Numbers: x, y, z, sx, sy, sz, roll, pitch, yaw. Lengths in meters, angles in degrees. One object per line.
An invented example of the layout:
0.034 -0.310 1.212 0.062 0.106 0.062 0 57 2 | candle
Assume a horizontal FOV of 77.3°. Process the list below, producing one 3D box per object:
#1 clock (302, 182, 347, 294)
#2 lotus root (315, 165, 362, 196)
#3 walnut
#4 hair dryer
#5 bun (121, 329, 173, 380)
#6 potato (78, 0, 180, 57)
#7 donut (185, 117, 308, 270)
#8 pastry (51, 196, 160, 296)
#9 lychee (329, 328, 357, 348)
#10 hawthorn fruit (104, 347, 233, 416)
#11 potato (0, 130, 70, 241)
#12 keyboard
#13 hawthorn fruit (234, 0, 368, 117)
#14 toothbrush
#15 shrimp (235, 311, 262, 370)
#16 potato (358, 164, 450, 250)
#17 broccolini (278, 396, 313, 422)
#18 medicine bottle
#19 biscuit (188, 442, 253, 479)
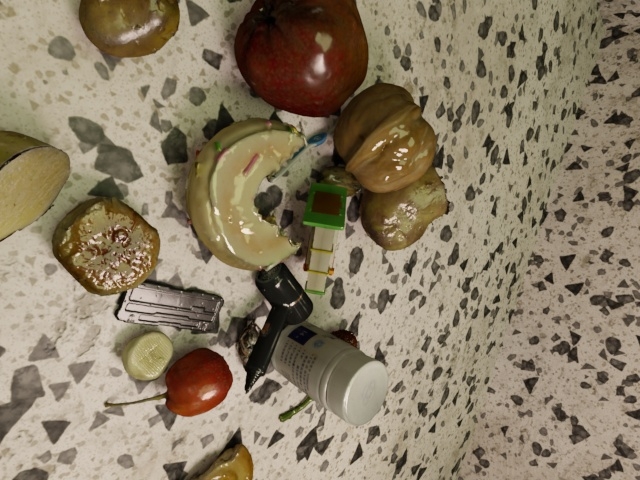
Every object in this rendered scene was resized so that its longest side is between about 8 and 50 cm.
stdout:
0.000 0.000 1.144 0.219 0.106 0.255 -81 180 -56 | clock
0.060 -0.184 1.232 0.180 0.080 0.089 10 138 -40 | lotus root
0.180 -0.284 1.140 0.285 0.285 0.296 -41 95 -27 | walnut
-0.139 0.234 1.072 0.189 0.107 0.352 59 35 -33 | hair dryer
-0.406 0.267 0.938 0.115 0.069 0.115 12 73 -44 | bun
-0.353 -0.419 0.750 0.176 0.137 0.137 -20 117 -14 | potato
-0.180 -0.108 0.976 0.308 0.150 0.370 -9 110 -38 | donut
-0.434 0.013 0.818 0.182 0.093 0.192 -52 127 -18 | pastry
0.069 0.364 1.382 0.123 0.124 0.129 62 40 -35 | lychee
-0.356 0.359 0.962 0.286 0.165 0.165 -10 109 -31 | hawthorn fruit
-0.541 -0.103 0.666 0.117 0.182 0.202 36 97 -6 | potato
-0.361 0.166 0.986 0.263 0.016 0.106 21 88 -44 | keyboard
-0.027 -0.434 0.932 0.325 0.308 0.307 19 89 -32 | hawthorn fruit
-0.015 -0.284 1.164 0.386 0.040 0.040 -46 129 -21 | toothbrush
-0.196 0.295 1.141 0.075 0.073 0.190 4 97 -32 | shrimp
0.238 -0.116 1.316 0.238 0.301 0.288 -24 82 -21 | potato
-0.041 0.507 1.368 0.272 0.062 0.123 -38 115 -26 | broccolini
0.022 0.381 1.187 0.190 0.332 0.189 -15 112 -40 | medicine bottle
-0.306 0.732 1.156 0.274 0.091 0.213 -35 122 -34 | biscuit
